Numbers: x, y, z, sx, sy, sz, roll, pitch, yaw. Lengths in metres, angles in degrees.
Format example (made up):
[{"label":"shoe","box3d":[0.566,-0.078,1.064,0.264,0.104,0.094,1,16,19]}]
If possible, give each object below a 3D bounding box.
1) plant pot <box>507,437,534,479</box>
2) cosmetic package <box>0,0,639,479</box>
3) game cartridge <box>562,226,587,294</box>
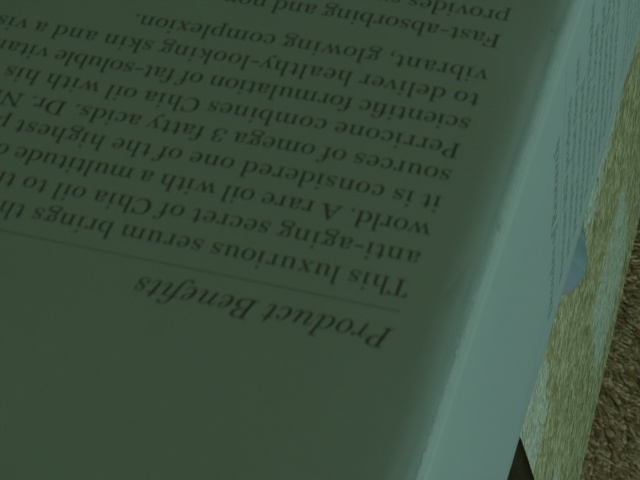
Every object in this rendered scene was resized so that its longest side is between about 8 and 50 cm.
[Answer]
[{"label":"plant pot","box3d":[-0.010,0.059,0.852,0.215,0.215,0.230,-45,128,-64]},{"label":"cosmetic package","box3d":[-0.024,-0.023,0.648,0.161,0.230,0.453,83,24,-48]},{"label":"game cartridge","box3d":[0.064,-0.122,0.949,0.198,0.062,0.297,38,34,-70]}]
